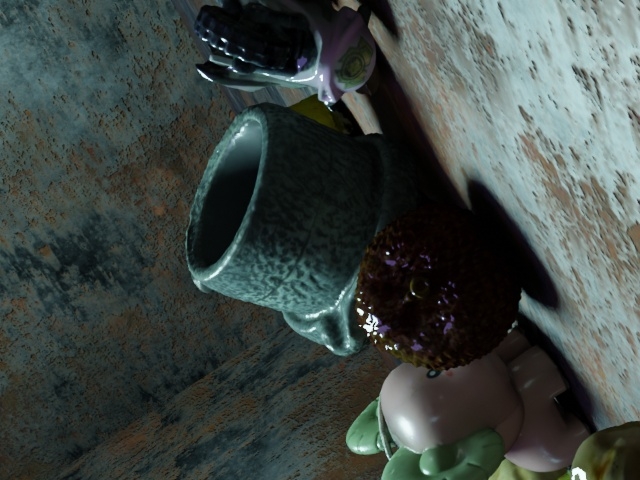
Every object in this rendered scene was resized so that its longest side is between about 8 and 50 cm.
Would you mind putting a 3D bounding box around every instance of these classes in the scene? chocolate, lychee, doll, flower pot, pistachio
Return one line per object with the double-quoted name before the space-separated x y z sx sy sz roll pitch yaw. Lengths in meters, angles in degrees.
"chocolate" 0.049 -0.199 1.381 0.100 0.031 0.064 -150 39 -80
"lychee" 0.135 0.052 1.332 0.194 0.194 0.194 57 176 7
"doll" 0.178 0.233 1.499 0.216 0.268 0.284 61 175 -19
"flower pot" 0.000 0.000 1.514 0.282 0.299 0.299 19 -167 -24
"pistachio" 0.314 0.260 1.096 0.206 0.131 0.129 57 -142 -7

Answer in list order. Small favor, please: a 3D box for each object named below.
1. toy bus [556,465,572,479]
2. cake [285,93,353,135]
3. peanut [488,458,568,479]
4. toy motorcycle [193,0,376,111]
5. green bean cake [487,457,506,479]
"toy bus" 0.363 0.440 1.527 0.288 0.175 0.138 56 175 9
"cake" 0.008 -0.091 1.857 0.179 0.156 0.260 -91 -23 -67
"peanut" 0.373 0.484 1.795 0.387 0.169 0.192 58 -179 -11
"toy motorcycle" -0.034 -0.231 1.312 0.188 0.143 0.327 15 -161 -4
"green bean cake" 0.241 0.243 1.860 0.222 0.125 0.248 56 174 34
